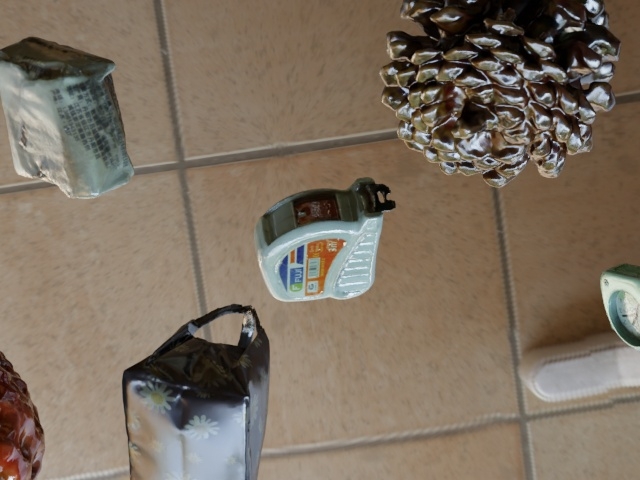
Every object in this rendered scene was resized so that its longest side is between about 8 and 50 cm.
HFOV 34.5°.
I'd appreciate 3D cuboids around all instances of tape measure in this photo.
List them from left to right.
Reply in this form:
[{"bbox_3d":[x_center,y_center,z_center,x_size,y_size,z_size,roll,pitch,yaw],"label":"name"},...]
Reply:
[{"bbox_3d":[0.001,0.000,1.887,0.246,0.243,0.125,-4,51,-7],"label":"tape measure"}]

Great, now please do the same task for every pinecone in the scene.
[{"bbox_3d":[0.309,-0.298,1.714,0.397,0.398,0.398,0,95,-2],"label":"pinecone"}]

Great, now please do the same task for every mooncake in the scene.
[{"bbox_3d":[-0.421,-0.206,1.721,0.136,0.250,0.254,-29,125,-41],"label":"mooncake"}]

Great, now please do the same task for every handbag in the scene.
[{"bbox_3d":[-0.062,0.090,0.611,0.072,0.139,0.115,6,119,7],"label":"handbag"}]

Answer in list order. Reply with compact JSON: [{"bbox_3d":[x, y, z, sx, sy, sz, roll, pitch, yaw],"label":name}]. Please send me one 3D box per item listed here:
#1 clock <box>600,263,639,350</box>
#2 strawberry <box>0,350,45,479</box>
[{"bbox_3d":[0.425,0.100,1.372,0.041,0.101,0.135,-21,106,-20],"label":"clock"},{"bbox_3d":[-0.262,0.158,0.696,0.280,0.253,0.150,-34,112,21],"label":"strawberry"}]
